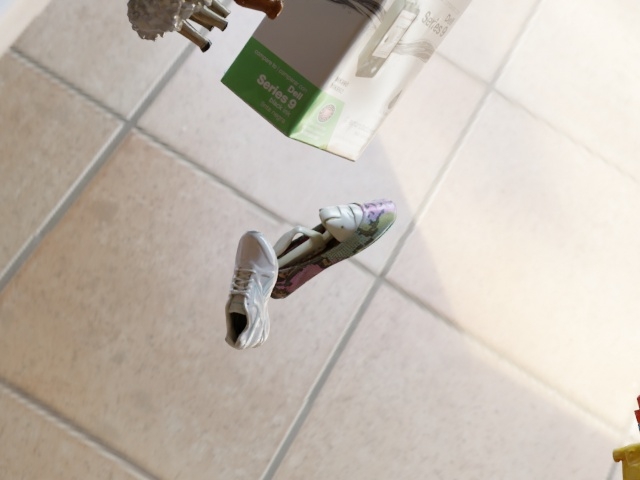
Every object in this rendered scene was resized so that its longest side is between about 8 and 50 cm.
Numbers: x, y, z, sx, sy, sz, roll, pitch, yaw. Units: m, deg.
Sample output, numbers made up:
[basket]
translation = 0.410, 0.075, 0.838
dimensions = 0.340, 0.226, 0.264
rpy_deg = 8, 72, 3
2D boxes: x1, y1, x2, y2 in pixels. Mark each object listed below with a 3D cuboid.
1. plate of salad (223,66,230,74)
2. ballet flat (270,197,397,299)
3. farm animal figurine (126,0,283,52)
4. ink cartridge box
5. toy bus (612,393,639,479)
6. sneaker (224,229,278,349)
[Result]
[plate of salad]
translation = -0.039, -0.259, 1.645
dimensions = 0.200, 0.200, 0.048
rpy_deg = -16, 110, -24
[ballet flat]
translation = 0.000, 0.000, 1.589
dimensions = 0.079, 0.221, 0.077
rpy_deg = 47, 16, -38
[farm animal figurine]
translation = -0.071, -0.365, 1.063
dimensions = 0.172, 0.327, 0.330
rpy_deg = 31, 71, -21
[ink cartridge box]
translation = 0.045, -0.255, 1.389
dimensions = 0.121, 0.211, 0.289
rpy_deg = 41, 102, 22
[toy bus]
translation = 0.477, 0.294, 1.484
dimensions = 0.220, 0.149, 0.211
rpy_deg = 7, 66, -41
[sneaker]
translation = -0.088, 0.063, 1.435
dimensions = 0.054, 0.061, 0.152
rpy_deg = 6, 97, 24
